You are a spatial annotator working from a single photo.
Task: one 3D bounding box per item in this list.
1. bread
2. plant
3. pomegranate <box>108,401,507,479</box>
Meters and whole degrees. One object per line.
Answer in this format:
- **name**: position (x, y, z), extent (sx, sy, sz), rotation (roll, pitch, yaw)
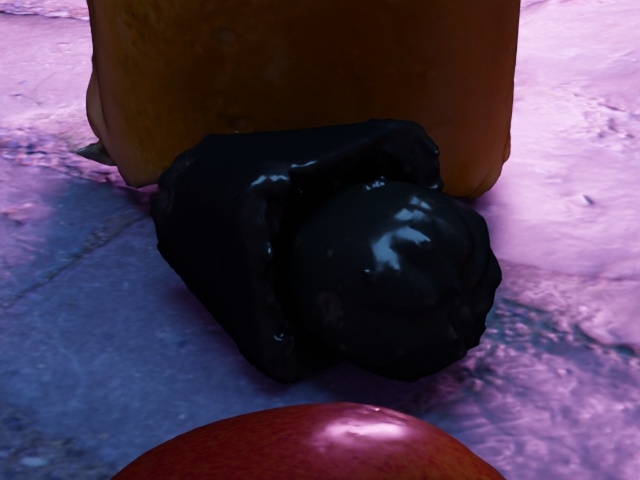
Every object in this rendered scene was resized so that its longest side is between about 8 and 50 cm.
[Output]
- **bread**: position (-0.030, -0.199, 1.053), extent (0.361, 0.394, 0.250), rotation (6, 41, 8)
- **plant**: position (0.000, 0.000, 0.909), extent (0.164, 0.142, 0.256), rotation (-24, 31, -38)
- **pomegranate**: position (0.011, 0.179, 0.488), extent (0.256, 0.221, 0.221), rotation (36, 38, 9)
